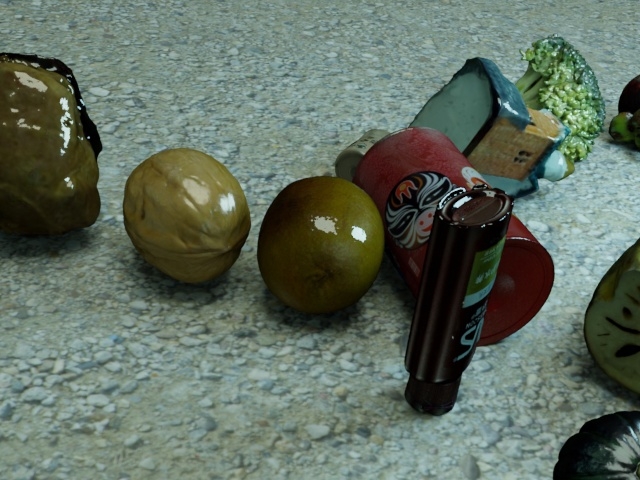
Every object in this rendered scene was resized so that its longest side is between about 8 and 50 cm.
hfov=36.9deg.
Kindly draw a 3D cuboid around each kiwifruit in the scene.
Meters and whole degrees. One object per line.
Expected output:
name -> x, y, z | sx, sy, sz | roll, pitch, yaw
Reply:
kiwifruit -> 0.000, 0.000, 1.463 | 0.196, 0.196, 0.234 | 3, 32, -6

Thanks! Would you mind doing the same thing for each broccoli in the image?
broccoli -> 0.460, -0.276, 1.997 | 0.243, 0.263, 0.247 | -24, 4, -3

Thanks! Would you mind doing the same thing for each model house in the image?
model house -> 0.343, -0.175, 1.773 | 0.291, 0.253, 0.184 | 15, 43, -26

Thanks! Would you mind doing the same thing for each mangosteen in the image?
mangosteen -> 0.700, -0.271, 2.030 | 0.184, 0.172, 0.172 | -28, 45, -14

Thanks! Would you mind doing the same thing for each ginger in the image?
ginger -> -0.461, -0.128, 1.492 | 0.200, 0.269, 0.223 | -6, 49, 8

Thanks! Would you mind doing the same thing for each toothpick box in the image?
toothpick box -> 0.198, -0.014, 1.512 | 0.204, 0.204, 0.333 | -5, 36, -18

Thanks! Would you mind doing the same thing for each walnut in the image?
walnut -> -0.203, -0.038, 1.472 | 0.195, 0.195, 0.222 | -18, 37, -33

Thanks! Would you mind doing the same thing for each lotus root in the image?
lotus root -> 0.551, 0.076, 1.418 | 0.250, 0.250, 0.346 | 25, 41, 24

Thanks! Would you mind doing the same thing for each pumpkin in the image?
pumpkin -> 0.374, 0.297, 1.136 | 0.194, 0.150, 0.194 | -4, 37, 3

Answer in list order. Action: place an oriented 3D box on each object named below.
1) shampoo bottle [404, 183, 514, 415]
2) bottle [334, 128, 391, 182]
shampoo bottle -> 0.170, 0.088, 1.246 | 0.084, 0.323, 0.129 | 28, 38, 28
bottle -> 0.101, -0.156, 1.797 | 0.099, 0.099, 0.152 | 23, 36, 21
